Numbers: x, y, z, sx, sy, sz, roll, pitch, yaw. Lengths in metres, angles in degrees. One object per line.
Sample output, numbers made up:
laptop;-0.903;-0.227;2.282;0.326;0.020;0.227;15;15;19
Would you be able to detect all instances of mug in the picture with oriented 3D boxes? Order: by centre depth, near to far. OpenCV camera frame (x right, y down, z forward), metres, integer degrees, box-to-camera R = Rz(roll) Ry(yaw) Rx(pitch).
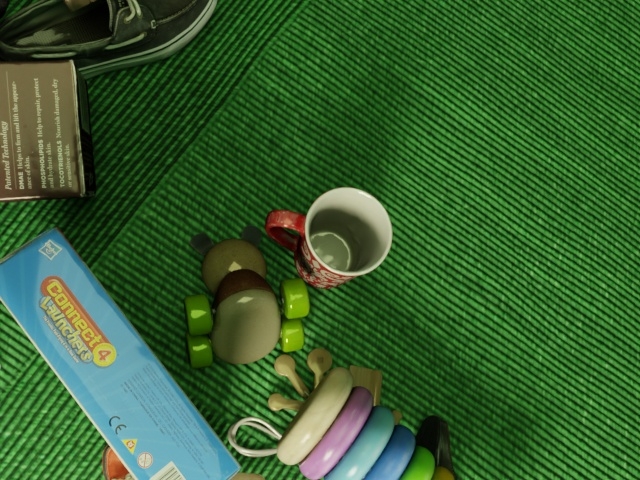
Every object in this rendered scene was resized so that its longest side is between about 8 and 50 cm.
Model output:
mug;0.008;-0.006;1.018;0.150;0.169;0.113;41;74;2

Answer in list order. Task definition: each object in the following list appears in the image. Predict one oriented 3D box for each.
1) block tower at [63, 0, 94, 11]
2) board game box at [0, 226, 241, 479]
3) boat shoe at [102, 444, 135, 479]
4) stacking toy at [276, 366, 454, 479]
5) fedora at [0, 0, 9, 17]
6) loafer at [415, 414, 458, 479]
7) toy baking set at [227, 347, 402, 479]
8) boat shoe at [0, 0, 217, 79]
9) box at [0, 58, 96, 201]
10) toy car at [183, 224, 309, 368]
block tower;-0.375;-0.442;1.026;0.097;0.091;0.335;-30;59;-12
board game box;-0.228;0.161;0.865;0.086;0.302;0.308;-37;86;-17
boat shoe;-0.246;0.323;0.959;0.049;0.043;0.137;-16;79;-12
stacking toy;0.112;0.307;0.943;0.330;0.141;0.141;36;73;3
fedora;-0.550;-0.265;0.894;0.334;0.334;0.153;-36;106;-16
loafer;0.160;0.327;1.032;0.061;0.062;0.170;13;79;-28
toy baking set;-0.013;0.265;1.025;0.196;0.030;0.256;33;67;4
boat shoe;-0.291;-0.308;1.059;0.335;0.119;0.121;-31;84;-16
box;-0.399;-0.131;0.954;0.203;0.168;0.167;-4;95;-11
toy car;-0.116;0.058;1.024;0.154;0.149;0.188;-8;50;-15
